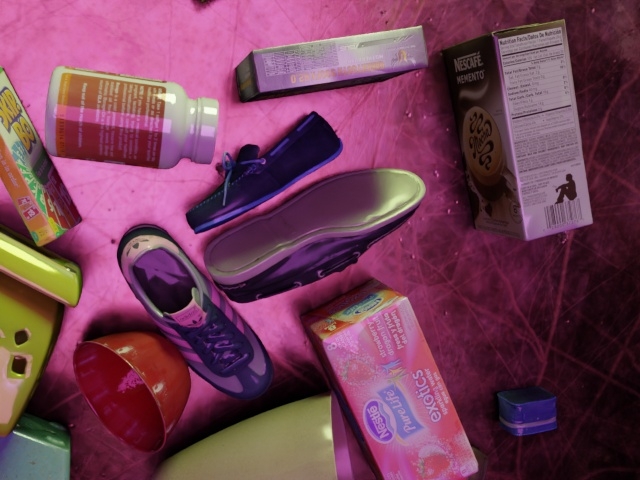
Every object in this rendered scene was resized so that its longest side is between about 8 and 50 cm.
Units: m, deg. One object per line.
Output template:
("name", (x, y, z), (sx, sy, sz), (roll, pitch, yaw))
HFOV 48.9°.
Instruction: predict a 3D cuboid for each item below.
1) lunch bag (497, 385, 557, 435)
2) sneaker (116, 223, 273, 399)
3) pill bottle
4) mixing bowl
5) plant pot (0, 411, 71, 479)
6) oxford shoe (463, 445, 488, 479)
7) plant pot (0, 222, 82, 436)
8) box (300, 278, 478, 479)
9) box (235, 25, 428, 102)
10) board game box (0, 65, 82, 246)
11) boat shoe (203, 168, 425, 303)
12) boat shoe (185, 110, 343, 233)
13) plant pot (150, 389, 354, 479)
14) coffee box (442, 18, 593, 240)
("lunch bag", (0.351, 0.290, 1.185), (0.098, 0.067, 0.065), (-5, 99, -14))
("sneaker", (-0.177, 0.119, 1.002), (0.112, 0.131, 0.319), (-41, 104, -6))
("pill bottle", (-0.252, -0.160, 0.954), (0.216, 0.121, 0.121), (6, 96, -14))
("mixing bowl", (-0.249, 0.195, 0.991), (0.098, 0.181, 0.181), (-37, 107, -44))
("plant pot", (-0.451, 0.347, 0.917), (0.247, 0.248, 0.252), (26, 78, -15))
("oxford shoe", (0.212, 0.470, 1.153), (0.098, 0.097, 0.271), (22, 85, -28))
("plant pot", (-0.432, 0.086, 0.893), (0.227, 0.228, 0.207), (32, 83, -15))
("box", (0.103, 0.230, 1.073), (0.142, 0.154, 0.300), (-26, 103, -9))
("box", (0.008, -0.240, 0.976), (0.231, 0.183, 0.056), (-12, 100, -13))
("board game box", (-0.400, -0.124, 0.919), (0.039, 0.124, 0.259), (-26, 102, 2))
("boat shoe", (0.001, 0.003, 1.046), (0.340, 0.127, 0.113), (-27, 138, -13))
("boat shoe", (-0.092, -0.101, 1.024), (0.258, 0.109, 0.089), (-34, 97, -24))
("plant pot", (-0.095, 0.366, 1.016), (0.274, 0.256, 0.257), (-10, 100, 5))
("coffee box", (0.294, -0.163, 1.063), (0.118, 0.168, 0.297), (-14, 99, -12))
